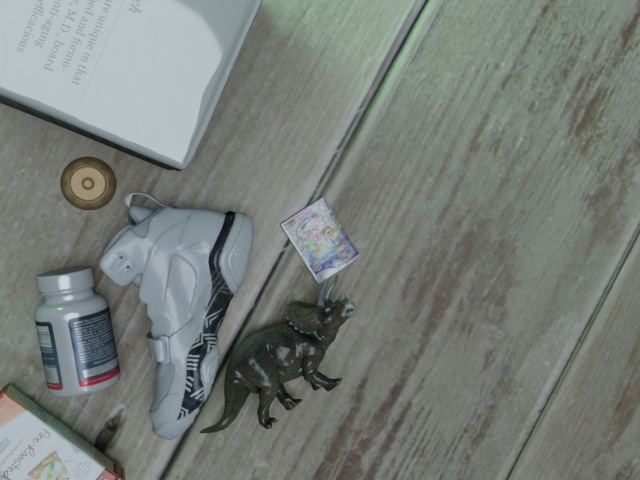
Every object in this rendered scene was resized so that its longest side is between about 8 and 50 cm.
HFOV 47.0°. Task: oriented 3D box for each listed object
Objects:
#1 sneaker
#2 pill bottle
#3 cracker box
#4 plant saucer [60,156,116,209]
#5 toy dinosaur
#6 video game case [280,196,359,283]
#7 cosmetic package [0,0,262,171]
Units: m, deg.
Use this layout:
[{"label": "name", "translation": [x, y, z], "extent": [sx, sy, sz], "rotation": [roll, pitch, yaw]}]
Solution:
[{"label": "sneaker", "translation": [-0.248, 0.107, 1.127], "extent": [0.210, 0.137, 0.365], "rotation": [18, 86, -15]}, {"label": "pill bottle", "translation": [-0.369, 0.134, 1.109], "extent": [0.108, 0.108, 0.180], "rotation": [-9, 97, -13]}, {"label": "cracker box", "translation": [-0.434, 0.350, 1.108], "extent": [0.232, 0.067, 0.155], "rotation": [42, 81, -15]}, {"label": "plant saucer", "translation": [-0.359, -0.088, 1.137], "extent": [0.084, 0.015, 0.083], "rotation": [-1, 95, -14]}, {"label": "toy dinosaur", "translation": [-0.070, 0.200, 1.204], "extent": [0.314, 0.121, 0.160], "rotation": [-31, 90, -5]}, {"label": "video game case", "translation": [0.000, 0.000, 1.239], "extent": [0.087, 0.011, 0.122], "rotation": [-34, 103, -9]}, {"label": "cosmetic package", "translation": [-0.308, -0.311, 0.967], "extent": [0.394, 0.329, 0.327], "rotation": [22, 89, -16]}]
